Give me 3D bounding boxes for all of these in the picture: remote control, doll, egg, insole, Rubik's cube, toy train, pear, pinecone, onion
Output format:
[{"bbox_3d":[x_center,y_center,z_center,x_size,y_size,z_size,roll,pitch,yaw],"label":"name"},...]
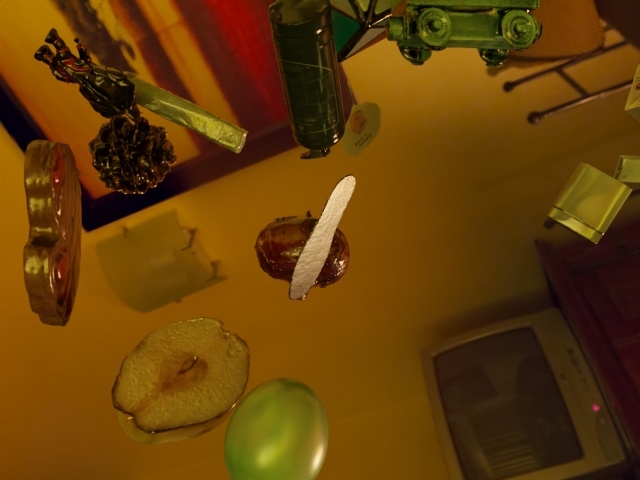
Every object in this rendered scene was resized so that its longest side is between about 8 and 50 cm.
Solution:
[{"bbox_3d":[0.732,-0.153,1.384,0.029,0.162,0.061,-105,18,-66],"label":"remote control"},{"bbox_3d":[-0.497,-0.355,1.379,0.249,0.127,0.088,36,-111,-18],"label":"doll"},{"bbox_3d":[-0.094,0.428,1.350,0.220,0.221,0.269,-57,-15,-74],"label":"egg"},{"bbox_3d":[0.000,0.000,1.359,0.007,0.327,0.111,37,-152,26],"label":"insole"},{"bbox_3d":[0.101,-0.599,1.444,0.246,0.250,0.248,59,165,-3],"label":"Rubik's cube"},{"bbox_3d":[0.255,-0.422,1.121,0.120,0.301,0.202,-171,77,-77],"label":"toy train"},{"bbox_3d":[-0.370,0.411,1.724,0.386,0.340,0.191,-37,-33,-36],"label":"pear"},{"bbox_3d":[-0.565,-0.270,1.917,0.243,0.257,0.243,54,-158,-34],"label":"pinecone"},{"bbox_3d":[-0.048,0.047,1.608,0.252,0.252,0.219,46,-130,-60],"label":"onion"}]

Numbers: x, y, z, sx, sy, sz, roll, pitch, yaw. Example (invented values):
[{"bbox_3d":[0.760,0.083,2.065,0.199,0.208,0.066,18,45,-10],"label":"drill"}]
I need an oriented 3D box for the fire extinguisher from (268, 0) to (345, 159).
[{"bbox_3d":[-0.018,-0.246,1.042,0.095,0.115,0.311,-56,-30,-32],"label":"fire extinguisher"}]

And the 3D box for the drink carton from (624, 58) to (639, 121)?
[{"bbox_3d":[0.842,-0.381,1.518,0.134,0.102,0.222,29,-104,-23],"label":"drink carton"}]

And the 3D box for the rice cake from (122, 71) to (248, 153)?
[{"bbox_3d":[-0.339,-0.314,1.537,0.336,0.066,0.063,26,-174,-7],"label":"rice cake"}]

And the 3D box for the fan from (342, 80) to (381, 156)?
[{"bbox_3d":[0.109,-0.394,1.938,0.010,0.182,0.310,20,-137,-35],"label":"fan"}]

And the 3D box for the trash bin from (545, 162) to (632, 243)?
[{"bbox_3d":[0.548,-0.075,1.284,0.116,0.130,0.059,32,-172,8],"label":"trash bin"}]

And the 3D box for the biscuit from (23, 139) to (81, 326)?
[{"bbox_3d":[-0.489,-0.025,1.167,0.381,0.074,0.358,115,150,-53],"label":"biscuit"}]
